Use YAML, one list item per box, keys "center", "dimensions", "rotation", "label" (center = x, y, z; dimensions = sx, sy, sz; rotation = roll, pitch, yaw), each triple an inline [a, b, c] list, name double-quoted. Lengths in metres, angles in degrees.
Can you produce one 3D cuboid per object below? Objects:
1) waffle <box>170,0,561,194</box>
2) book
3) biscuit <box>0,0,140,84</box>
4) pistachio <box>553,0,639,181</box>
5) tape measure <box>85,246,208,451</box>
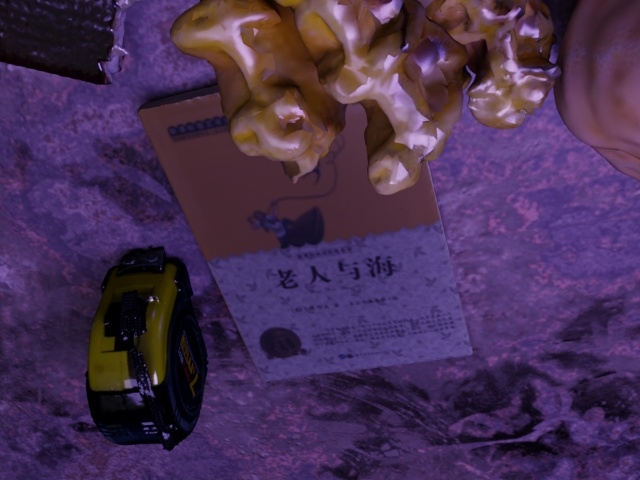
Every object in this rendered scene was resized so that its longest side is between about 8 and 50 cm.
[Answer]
- center: [0.039, -0.176, 0.493]
  dimensions: [0.151, 0.324, 0.261]
  rotation: [-14, 98, 32]
  label: "waffle"
- center: [0.000, 0.000, 0.809]
  dimensions: [0.269, 0.032, 0.389]
  rotation: [-10, 124, 15]
  label: "book"
- center: [-0.281, -0.216, 0.654]
  dimensions: [0.252, 0.070, 0.106]
  rotation: [11, 127, -10]
  label: "biscuit"
- center: [0.333, -0.134, 0.545]
  dimensions: [0.321, 0.229, 0.238]
  rotation: [-10, 91, 6]
  label: "pistachio"
- center: [-0.195, 0.132, 0.842]
  dimensions: [0.112, 0.186, 0.199]
  rotation: [-8, 125, 5]
  label: "tape measure"
